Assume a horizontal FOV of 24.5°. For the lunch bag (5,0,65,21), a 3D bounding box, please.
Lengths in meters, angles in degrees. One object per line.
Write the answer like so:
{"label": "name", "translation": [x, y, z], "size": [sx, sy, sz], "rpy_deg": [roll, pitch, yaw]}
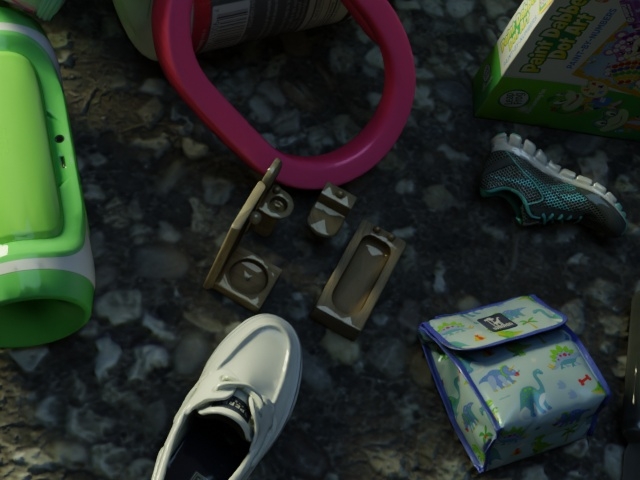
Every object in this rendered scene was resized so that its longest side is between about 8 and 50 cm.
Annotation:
{"label": "lunch bag", "translation": [-0.252, -0.341, 1.398], "size": [0.108, 0.224, 0.279], "rpy_deg": [19, 26, -15]}

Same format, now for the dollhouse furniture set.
{"label": "dollhouse furniture set", "translation": [0.000, 0.000, 1.378], "size": [0.151, 0.123, 0.144], "rpy_deg": [29, 58, 0]}

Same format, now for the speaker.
{"label": "speaker", "translation": [-0.281, -0.059, 1.324], "size": [0.131, 0.131, 0.296], "rpy_deg": [-4, 64, -19]}

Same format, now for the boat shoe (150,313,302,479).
{"label": "boat shoe", "translation": [-0.079, 0.163, 1.287], "size": [0.095, 0.084, 0.258], "rpy_deg": [25, 58, -2]}

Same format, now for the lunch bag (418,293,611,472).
{"label": "lunch bag", "translation": [0.179, 0.122, 1.390], "size": [0.129, 0.096, 0.151], "rpy_deg": [-13, 52, -20]}

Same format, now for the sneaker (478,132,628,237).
{"label": "sneaker", "translation": [0.234, -0.039, 1.520], "size": [0.166, 0.065, 0.076], "rpy_deg": [30, 74, 5]}

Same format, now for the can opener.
{"label": "can opener", "translation": [0.341, 0.181, 1.430], "size": [0.095, 0.076, 0.283], "rpy_deg": [37, 51, -34]}

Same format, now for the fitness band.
{"label": "fitness band", "translation": [-0.030, -0.177, 1.409], "size": [0.209, 0.054, 0.291], "rpy_deg": [-49, 121, -7]}

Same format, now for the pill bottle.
{"label": "pill bottle", "translation": [-0.045, -0.298, 1.498], "size": [0.318, 0.176, 0.176], "rpy_deg": [-16, 68, -24]}

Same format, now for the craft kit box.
{"label": "craft kit box", "translation": [0.312, -0.192, 1.507], "size": [0.247, 0.250, 0.061], "rpy_deg": [10, 61, -11]}
